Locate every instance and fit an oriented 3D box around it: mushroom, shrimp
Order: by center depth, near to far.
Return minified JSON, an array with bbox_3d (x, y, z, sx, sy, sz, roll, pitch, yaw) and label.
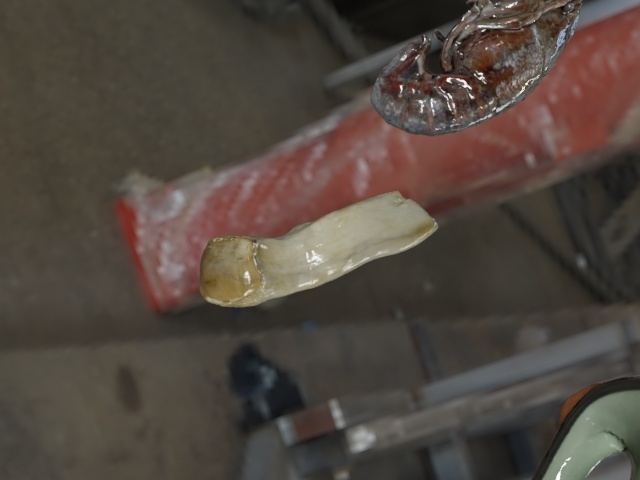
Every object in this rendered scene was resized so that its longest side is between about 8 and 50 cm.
[{"bbox_3d":[0.098,-0.108,1.072,0.165,0.065,0.056,-40,153,-27],"label":"shrimp"},{"bbox_3d":[0.002,0.003,1.496,0.202,0.054,0.059,-16,64,-26],"label":"mushroom"}]

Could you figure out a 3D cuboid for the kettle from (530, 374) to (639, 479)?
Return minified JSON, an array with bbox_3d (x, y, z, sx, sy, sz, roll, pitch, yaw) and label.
[{"bbox_3d":[0.202,0.205,1.082,0.165,0.240,0.255,24,80,-59],"label":"kettle"}]
